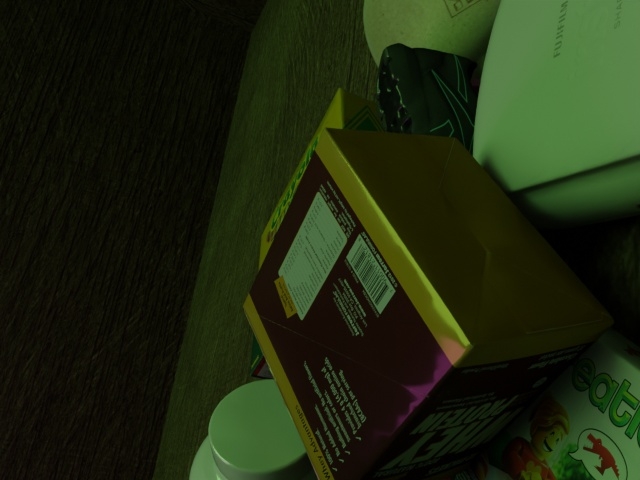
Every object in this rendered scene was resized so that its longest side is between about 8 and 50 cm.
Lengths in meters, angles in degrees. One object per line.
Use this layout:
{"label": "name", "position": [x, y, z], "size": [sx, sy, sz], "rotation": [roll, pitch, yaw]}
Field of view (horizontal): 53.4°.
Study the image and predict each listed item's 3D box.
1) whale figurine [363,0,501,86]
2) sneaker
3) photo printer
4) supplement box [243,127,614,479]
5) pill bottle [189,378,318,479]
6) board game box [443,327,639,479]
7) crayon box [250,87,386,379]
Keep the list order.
{"label": "whale figurine", "position": [0.177, -0.271, 0.704], "size": [0.272, 0.141, 0.216], "rotation": [-24, 90, 45]}
{"label": "sneaker", "position": [0.124, -0.082, 0.610], "size": [0.101, 0.106, 0.268], "rotation": [108, 158, -65]}
{"label": "photo printer", "position": [0.226, -0.142, 0.462], "size": [0.307, 0.107, 0.256], "rotation": [163, 121, -69]}
{"label": "supplement box", "position": [0.058, 0.055, 0.472], "size": [0.191, 0.129, 0.194], "rotation": [60, 138, 35]}
{"label": "pill bottle", "position": [-0.036, 0.250, 0.577], "size": [0.146, 0.146, 0.264], "rotation": [-101, 6, -55]}
{"label": "board game box", "position": [0.178, 0.174, 0.385], "size": [0.305, 0.053, 0.193], "rotation": [-119, 49, -72]}
{"label": "crayon box", "position": [0.000, 0.000, 1.008], "size": [0.313, 0.106, 0.363], "rotation": [-92, 26, -44]}
